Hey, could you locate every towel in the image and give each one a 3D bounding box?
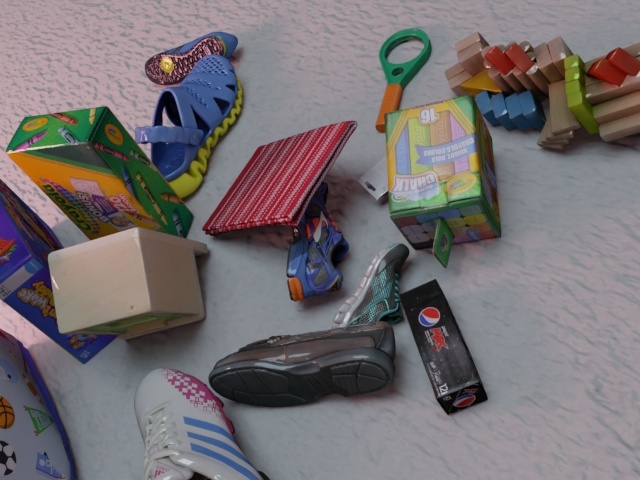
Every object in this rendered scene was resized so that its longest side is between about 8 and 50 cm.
[{"bbox_3d":[-0.069,-0.092,1.291,0.275,0.031,0.199,-6,48,55],"label":"towel"}]

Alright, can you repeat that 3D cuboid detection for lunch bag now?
[{"bbox_3d":[-0.533,0.250,1.132,0.239,0.328,0.385,-45,50,-5],"label":"lunch bag"}]

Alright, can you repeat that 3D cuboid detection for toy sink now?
[{"bbox_3d":[-0.274,0.074,1.253,0.153,0.234,0.131,-15,79,15],"label":"toy sink"}]

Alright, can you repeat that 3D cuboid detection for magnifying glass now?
[{"bbox_3d":[0.133,-0.279,1.414,0.092,0.026,0.231,0,54,26],"label":"magnifying glass"}]

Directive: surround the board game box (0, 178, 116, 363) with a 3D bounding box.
[{"bbox_3d":[-0.486,0.022,1.348,0.078,0.233,0.347,-40,48,-7],"label":"board game box"}]

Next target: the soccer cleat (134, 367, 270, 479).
[{"bbox_3d":[-0.175,0.267,1.046,0.331,0.143,0.116,39,106,41],"label":"soccer cleat"}]

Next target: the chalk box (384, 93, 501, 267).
[{"bbox_3d":[0.173,-0.071,1.146,0.132,0.132,0.213,-10,65,19],"label":"chalk box"}]

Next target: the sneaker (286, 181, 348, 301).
[{"bbox_3d":[0.000,0.000,1.237,0.087,0.083,0.221,2,53,3],"label":"sneaker"}]

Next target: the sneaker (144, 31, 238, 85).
[{"bbox_3d":[-0.257,-0.367,1.658,0.209,0.069,0.082,-14,17,28],"label":"sneaker"}]

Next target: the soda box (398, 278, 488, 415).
[{"bbox_3d":[0.156,0.135,1.060,0.060,0.053,0.169,-24,49,8],"label":"soda box"}]

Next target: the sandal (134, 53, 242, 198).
[{"bbox_3d":[-0.240,-0.230,1.486,0.126,0.138,0.317,-3,52,27],"label":"sandal"}]

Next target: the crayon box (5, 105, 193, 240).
[{"bbox_3d":[-0.349,-0.089,1.333,0.165,0.278,0.081,-3,53,25],"label":"crayon box"}]

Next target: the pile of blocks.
[{"bbox_3d":[0.310,-0.226,1.192,0.362,0.112,0.149,14,78,44],"label":"pile of blocks"}]

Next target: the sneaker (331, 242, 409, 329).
[{"bbox_3d":[0.088,0.081,1.143,0.076,0.065,0.166,28,73,21],"label":"sneaker"}]

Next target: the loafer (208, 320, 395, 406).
[{"bbox_3d":[-0.022,0.163,1.105,0.267,0.096,0.084,-9,40,24],"label":"loafer"}]

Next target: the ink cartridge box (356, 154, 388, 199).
[{"bbox_3d":[0.120,-0.106,1.281,0.115,0.029,0.063,-39,49,-4],"label":"ink cartridge box"}]
